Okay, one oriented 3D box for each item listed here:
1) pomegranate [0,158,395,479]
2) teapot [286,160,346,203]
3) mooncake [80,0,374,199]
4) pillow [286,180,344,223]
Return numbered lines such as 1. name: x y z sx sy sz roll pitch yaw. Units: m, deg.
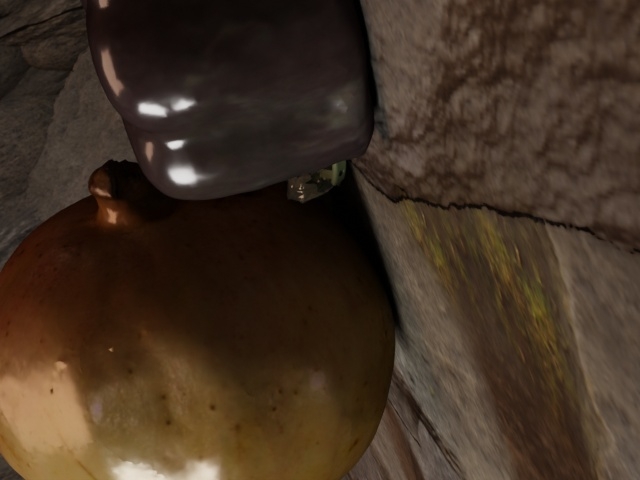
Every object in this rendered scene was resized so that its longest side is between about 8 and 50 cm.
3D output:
1. pomegranate: -0.112 0.073 1.396 0.338 0.338 0.338 159 90 -86
2. teapot: -0.009 -0.066 1.313 0.083 0.064 0.064 11 137 47
3. mooncake: -0.080 -0.169 1.076 0.306 0.154 0.306 158 90 -88
4. pillow: 0.000 0.000 1.548 0.230 0.050 0.148 69 167 -19
